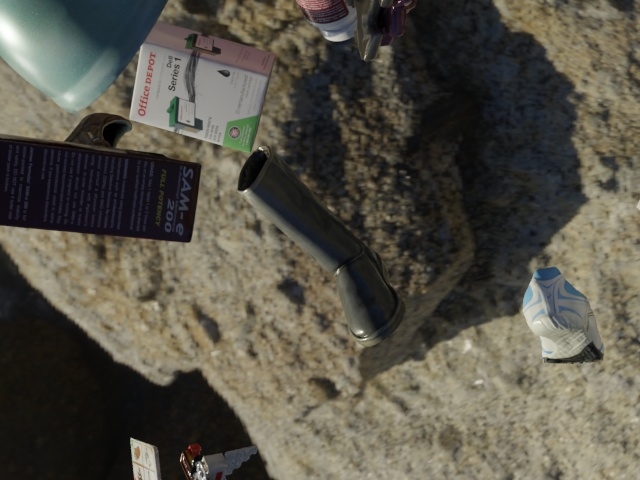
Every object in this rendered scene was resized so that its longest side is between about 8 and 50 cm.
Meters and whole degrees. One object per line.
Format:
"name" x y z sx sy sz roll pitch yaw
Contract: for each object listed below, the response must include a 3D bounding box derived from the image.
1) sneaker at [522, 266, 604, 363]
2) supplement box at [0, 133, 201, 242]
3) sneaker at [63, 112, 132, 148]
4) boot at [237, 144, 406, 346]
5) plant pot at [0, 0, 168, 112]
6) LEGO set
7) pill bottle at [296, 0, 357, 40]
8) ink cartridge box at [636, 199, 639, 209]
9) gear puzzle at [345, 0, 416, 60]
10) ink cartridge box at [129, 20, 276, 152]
"sneaker" 0.309 0.102 1.315 0.085 0.237 0.086 -5 66 19
"supplement box" -0.235 -0.050 0.879 0.130 0.239 0.073 -161 77 -66
"sneaker" -0.333 -0.117 1.491 0.071 0.066 0.188 0 50 25
"boot" -0.002 0.002 1.151 0.076 0.190 0.208 -36 116 7
"plant pot" -0.308 -0.324 1.230 0.293 0.196 0.293 -38 36 35
"LEGO set" -0.105 0.271 0.928 0.244 0.060 0.183 -12 85 63
"pill bottle" 0.005 -0.333 1.359 0.086 0.152 0.086 -11 55 16
"ink cartridge box" 0.496 -0.093 1.136 0.233 0.171 0.168 -69 24 12
"gear puzzle" 0.057 -0.268 0.557 0.339 0.044 0.175 107 155 -56
"ink cartridge box" -0.202 -0.261 1.774 0.219 0.093 0.160 14 124 -3
